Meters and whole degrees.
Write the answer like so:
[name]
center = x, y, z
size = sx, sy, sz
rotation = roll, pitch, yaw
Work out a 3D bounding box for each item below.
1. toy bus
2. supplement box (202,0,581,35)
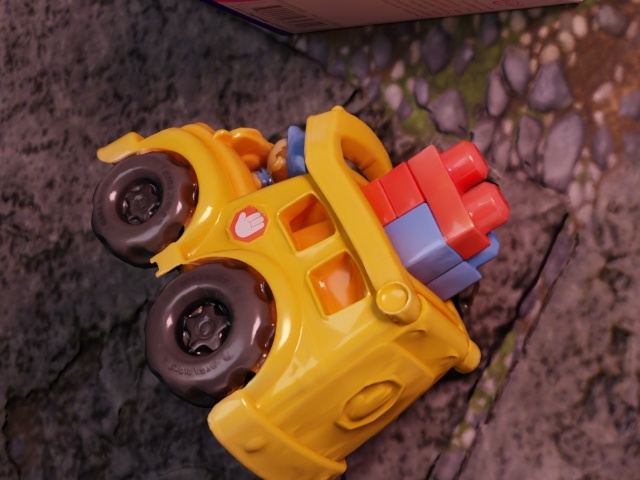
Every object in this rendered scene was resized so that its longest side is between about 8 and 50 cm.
[toy bus]
center = 0.000, 0.000, 1.027
size = 0.211, 0.149, 0.220
rotation = -35, 58, 12
[supplement box]
center = 0.037, -0.194, 1.048
size = 0.220, 0.111, 0.114
rotation = 0, 80, 37
